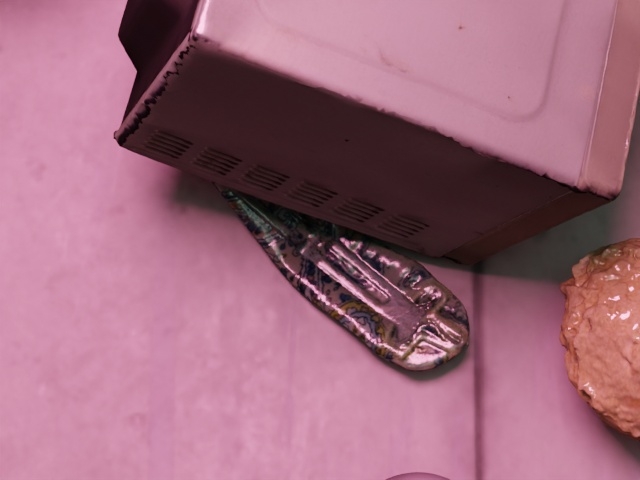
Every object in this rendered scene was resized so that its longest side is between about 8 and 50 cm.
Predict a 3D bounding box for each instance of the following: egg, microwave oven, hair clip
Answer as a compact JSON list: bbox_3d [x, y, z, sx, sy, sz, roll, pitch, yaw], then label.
[{"bbox_3d":[0.208,0.063,0.932,0.118,0.116,0.140,-37,75,18],"label":"egg"},{"bbox_3d":[0.050,-0.199,0.937,0.286,0.218,0.354,18,72,-15],"label":"microwave oven"},{"bbox_3d":[0.000,0.001,0.987,0.229,0.036,0.066,41,79,5],"label":"hair clip"}]

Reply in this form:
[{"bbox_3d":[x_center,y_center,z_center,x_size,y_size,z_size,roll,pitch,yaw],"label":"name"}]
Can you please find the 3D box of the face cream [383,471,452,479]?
[{"bbox_3d":[0.058,0.180,0.902,0.091,0.095,0.091,1,72,-2],"label":"face cream"}]
